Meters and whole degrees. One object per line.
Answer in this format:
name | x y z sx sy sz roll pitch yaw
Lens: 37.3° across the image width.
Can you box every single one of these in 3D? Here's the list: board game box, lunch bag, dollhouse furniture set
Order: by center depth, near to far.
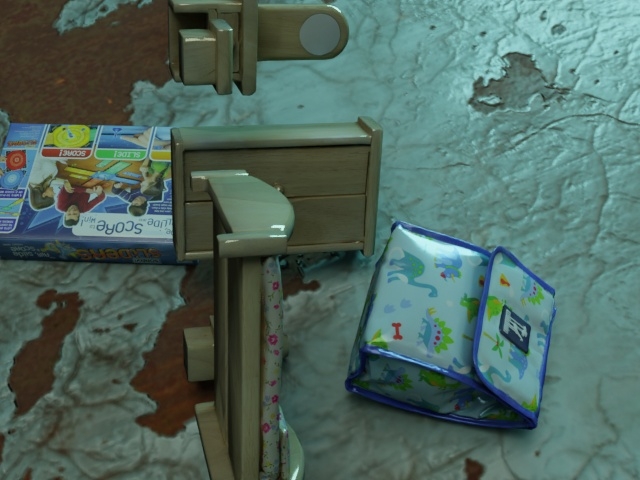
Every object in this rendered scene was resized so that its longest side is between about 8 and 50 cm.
dollhouse furniture set | 0.000 0.000 0.655 0.173 0.303 0.355 -4 23 -14
lunch bag | 0.109 0.071 0.755 0.151 0.096 0.129 19 56 -1
board game box | -0.204 -0.045 0.881 0.201 0.035 0.136 2 57 5
